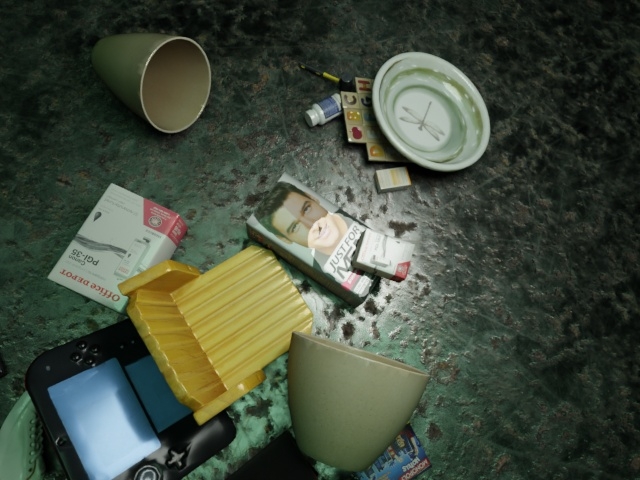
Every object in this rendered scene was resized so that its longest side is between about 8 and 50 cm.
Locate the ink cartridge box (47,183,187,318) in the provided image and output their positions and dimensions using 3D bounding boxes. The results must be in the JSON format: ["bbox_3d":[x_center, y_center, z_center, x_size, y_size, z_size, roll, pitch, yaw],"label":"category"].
[{"bbox_3d":[-0.511,0.030,1.104,0.207,0.117,0.283,25,72,1],"label":"ink cartridge box"}]

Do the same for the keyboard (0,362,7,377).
[{"bbox_3d":[-0.906,0.383,0.998,0.317,0.033,0.202,-31,80,-14],"label":"keyboard"}]

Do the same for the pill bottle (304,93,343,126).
[{"bbox_3d":[0.013,-0.400,1.321,0.120,0.067,0.067,-31,79,-15],"label":"pill bottle"}]

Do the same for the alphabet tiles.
[{"bbox_3d":[0.231,-0.376,1.335,0.342,0.011,0.286,-1,74,-19],"label":"alphabet tiles"}]

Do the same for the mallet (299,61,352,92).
[{"bbox_3d":[0.018,-0.534,1.364,0.189,0.062,0.039,29,71,3],"label":"mallet"}]

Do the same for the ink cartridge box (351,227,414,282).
[{"bbox_3d":[0.161,0.038,1.098,0.135,0.056,0.099,19,73,-3],"label":"ink cartridge box"}]

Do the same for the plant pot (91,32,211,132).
[{"bbox_3d":[-0.500,-0.476,1.207,0.273,0.257,0.257,27,72,18],"label":"plant pot"}]

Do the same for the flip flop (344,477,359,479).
[{"bbox_3d":[0.058,0.699,0.990,0.080,0.112,0.278,-7,81,29],"label":"flip flop"}]

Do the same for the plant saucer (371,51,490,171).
[{"bbox_3d":[0.324,-0.379,1.306,0.399,0.100,0.401,6,72,-18],"label":"plant saucer"}]

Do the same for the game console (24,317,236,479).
[{"bbox_3d":[-0.417,0.368,0.963,0.341,0.060,0.387,-23,72,-40],"label":"game console"}]

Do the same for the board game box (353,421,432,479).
[{"bbox_3d":[0.165,0.561,1.059,0.194,0.060,0.194,-25,78,-13],"label":"board game box"}]

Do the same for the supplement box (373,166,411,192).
[{"bbox_3d":[0.218,-0.184,1.298,0.098,0.036,0.062,-9,75,-10],"label":"supplement box"}]

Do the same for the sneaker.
[{"bbox_3d":[-0.664,0.471,0.971,0.122,0.106,0.291,21,82,-7],"label":"sneaker"}]

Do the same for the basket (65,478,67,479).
[{"bbox_3d":[-0.488,0.520,0.969,0.113,0.103,0.167,24,73,0],"label":"basket"}]

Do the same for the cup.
[{"bbox_3d":[0.059,0.370,0.979,0.330,0.331,0.237,17,81,-2],"label":"cup"}]

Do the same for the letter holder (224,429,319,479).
[{"bbox_3d":[-0.132,0.624,0.973,0.301,0.215,0.152,-35,49,-14],"label":"letter holder"}]

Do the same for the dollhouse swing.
[{"bbox_3d":[-0.209,0.176,1.024,0.304,0.315,0.347,-34,79,-3],"label":"dollhouse swing"}]

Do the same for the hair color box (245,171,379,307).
[{"bbox_3d":[0.000,0.000,1.177,0.374,0.114,0.185,33,72,4],"label":"hair color box"}]
